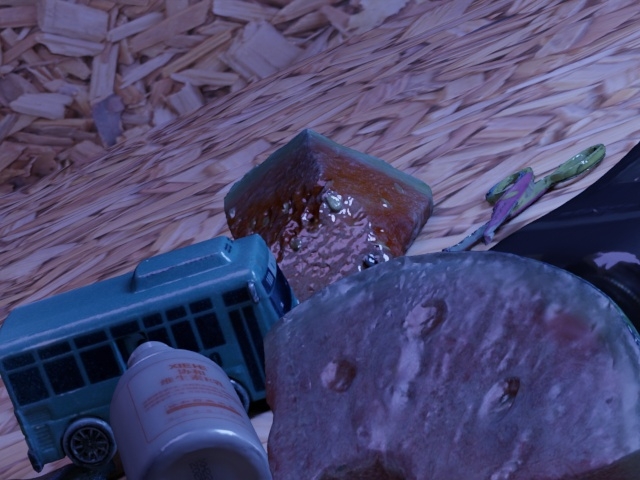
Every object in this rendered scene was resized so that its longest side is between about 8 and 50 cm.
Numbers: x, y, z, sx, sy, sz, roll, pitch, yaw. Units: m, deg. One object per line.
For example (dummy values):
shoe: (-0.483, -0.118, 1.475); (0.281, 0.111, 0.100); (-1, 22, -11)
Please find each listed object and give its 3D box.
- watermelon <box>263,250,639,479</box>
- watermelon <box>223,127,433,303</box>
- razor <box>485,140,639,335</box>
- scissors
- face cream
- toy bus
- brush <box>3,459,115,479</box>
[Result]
watermelon: (0.090, 0.136, 0.996); (0.318, 0.148, 0.226); (11, 58, 49)
watermelon: (0.000, 0.000, 1.645); (0.193, 0.140, 0.256); (-32, 20, 19)
razor: (0.250, -0.013, 1.158); (0.349, 0.113, 0.204); (-36, 17, -36)
scissors: (0.179, -0.035, 1.572); (0.133, 0.020, 0.187); (-20, 14, 44)
face cream: (-0.107, 0.136, 1.275); (0.101, 0.101, 0.251); (-29, 24, -3)
toy bus: (-0.140, 0.091, 1.454); (0.256, 0.147, 0.128); (-18, 17, 6)
brush: (-0.256, 0.219, 1.510); (0.196, 0.021, 0.070); (-13, 16, 48)
